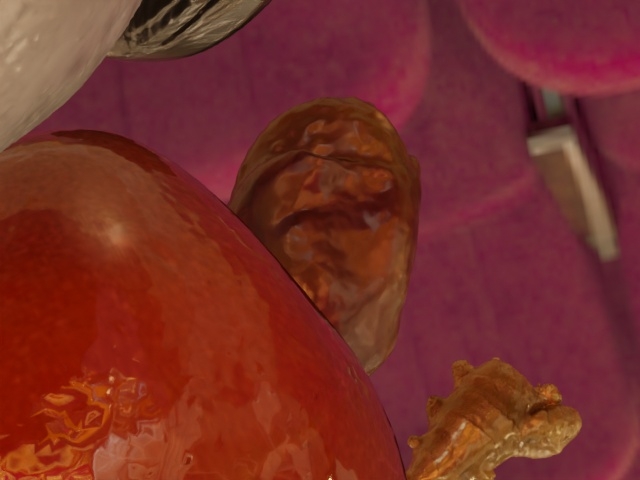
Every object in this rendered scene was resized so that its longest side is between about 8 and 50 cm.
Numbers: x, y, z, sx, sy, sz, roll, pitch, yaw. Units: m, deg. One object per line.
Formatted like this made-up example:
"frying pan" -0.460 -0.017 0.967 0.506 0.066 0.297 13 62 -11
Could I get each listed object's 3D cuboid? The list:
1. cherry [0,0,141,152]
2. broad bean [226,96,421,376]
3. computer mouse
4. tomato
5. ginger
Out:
"cherry" -0.182 -0.163 0.486 0.291 0.326 0.335 -21 156 -21
"broad bean" 0.000 -0.001 1.279 0.156 0.228 0.122 -8 161 40
"computer mouse" -0.082 -0.131 0.906 0.172 0.057 0.099 -20 149 39
"tomato" -0.135 0.115 0.770 0.341 0.272 0.341 -21 150 -13
"ginger" 0.147 0.181 1.655 0.205 0.115 0.081 -26 -169 -21
